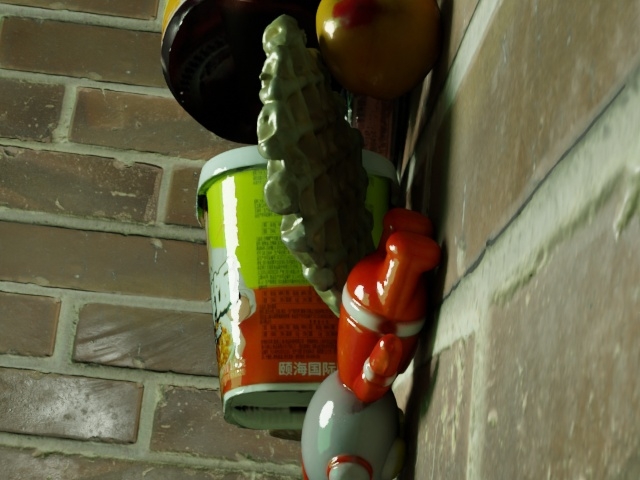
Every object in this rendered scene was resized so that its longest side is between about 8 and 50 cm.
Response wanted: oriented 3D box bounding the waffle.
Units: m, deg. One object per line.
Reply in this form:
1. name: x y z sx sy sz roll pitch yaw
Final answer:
1. waffle: -0.001 -0.070 1.165 0.309 0.056 0.292 56 -151 -57

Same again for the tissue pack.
1. tissue pack: 0.067 -0.267 1.505 0.245 0.123 0.332 -118 30 -71

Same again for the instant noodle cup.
1. instant noodle cup: -0.026 0.071 1.397 0.294 0.293 0.308 101 167 -67

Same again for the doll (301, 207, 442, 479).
1. doll: 0.049 0.141 1.068 0.200 0.105 0.336 -92 17 -72

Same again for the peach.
1. peach: 0.063 -0.219 1.177 0.138 0.138 0.138 -173 90 -88

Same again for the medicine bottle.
1. medicine bottle: -0.087 -0.318 1.424 0.395 0.242 0.242 -97 12 -51

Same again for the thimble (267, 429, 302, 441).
1. thimble: -0.014 0.236 1.776 0.229 0.148 0.196 -84 0 -81
